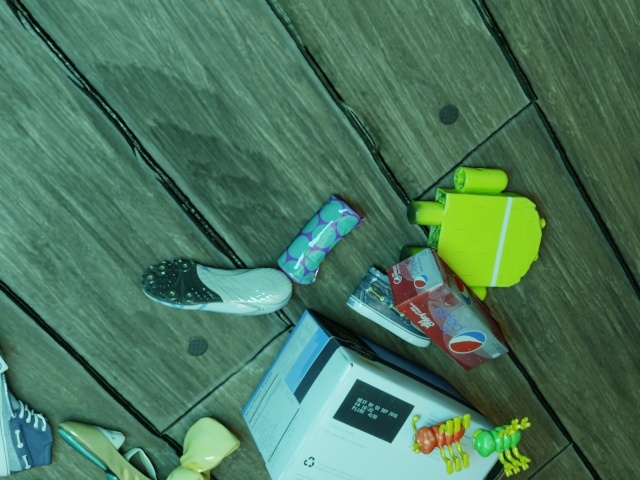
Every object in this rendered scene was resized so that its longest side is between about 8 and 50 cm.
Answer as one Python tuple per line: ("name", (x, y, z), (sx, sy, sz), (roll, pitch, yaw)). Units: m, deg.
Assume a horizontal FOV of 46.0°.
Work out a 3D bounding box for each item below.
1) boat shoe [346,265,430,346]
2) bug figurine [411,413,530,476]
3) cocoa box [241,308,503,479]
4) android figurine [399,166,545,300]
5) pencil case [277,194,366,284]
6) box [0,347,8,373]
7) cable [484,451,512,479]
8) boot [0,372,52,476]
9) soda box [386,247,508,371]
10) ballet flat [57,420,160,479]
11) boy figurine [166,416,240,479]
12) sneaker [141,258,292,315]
("boat shoe", (0.138, 0.117, 1.315), (0.183, 0.065, 0.083), (31, 93, -26))
("bug figurine", (0.227, 0.380, 1.177), (0.216, 0.072, 0.279), (-7, 105, -25))
("cocoa box", (0.085, 0.312, 1.269), (0.347, 0.228, 0.231), (30, 95, -26))
("android figurine", (0.275, -0.005, 1.327), (0.272, 0.056, 0.248), (0, 107, -19))
("pencil case", (0.000, 0.000, 1.228), (0.070, 0.064, 0.152), (39, 93, -10))
("box", (-0.607, 0.181, 1.032), (0.290, 0.087, 0.169), (-33, 116, -20))
("cable", (0.300, 0.548, 1.512), (0.287, 0.072, 0.139), (-43, 121, -2))
("boot", (-0.464, 0.273, 1.163), (0.086, 0.069, 0.190), (-7, 118, -24))
("soda box", (0.220, 0.122, 1.287), (0.092, 0.083, 0.263), (-29, 134, 20))
("ballet flat", (-0.336, 0.356, 1.236), (0.073, 0.080, 0.232), (-49, 122, -30))
("boy figurine", (-0.223, 0.436, 1.254), (0.092, 0.177, 0.285), (23, 80, 12))
("sneaker", (-0.164, 0.083, 1.194), (0.237, 0.085, 0.086), (5, 148, -11))
